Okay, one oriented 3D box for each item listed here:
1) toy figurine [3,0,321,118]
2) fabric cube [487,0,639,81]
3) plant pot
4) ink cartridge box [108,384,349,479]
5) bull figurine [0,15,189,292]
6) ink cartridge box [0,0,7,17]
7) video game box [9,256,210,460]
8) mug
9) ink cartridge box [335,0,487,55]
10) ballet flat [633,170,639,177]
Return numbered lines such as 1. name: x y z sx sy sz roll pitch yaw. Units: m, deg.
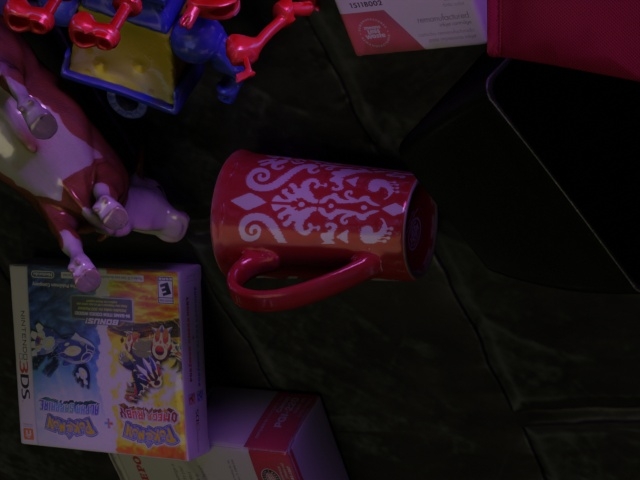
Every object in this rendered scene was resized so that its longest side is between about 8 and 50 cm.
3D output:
1. toy figurine: -0.186 -0.167 1.347 0.362 0.191 0.217 17 144 6
2. fabric cube: 0.256 -0.247 0.974 0.258 0.254 0.259 12 133 20
3. plant pot: 0.171 -0.074 1.235 0.188 0.187 0.167 51 147 -14
4. ink cartridge box: -0.091 0.232 1.717 0.218 0.092 0.158 1 128 27
5. bull figurine: -0.226 -0.071 1.439 0.101 0.188 0.310 -40 120 7
6. ink cartridge box: -0.443 -0.274 1.483 0.324 0.071 0.330 6 129 24
7. video game box: -0.208 0.114 1.652 0.205 0.048 0.187 1 101 28
8. mug: 0.004 0.001 1.427 0.169 0.150 0.113 4 164 21
9. ink cartridge box: 0.053 -0.238 1.232 0.115 0.067 0.198 -2 126 32
10. ballet flat: 0.242 -0.011 1.331 0.188 0.070 0.070 -26 112 42
